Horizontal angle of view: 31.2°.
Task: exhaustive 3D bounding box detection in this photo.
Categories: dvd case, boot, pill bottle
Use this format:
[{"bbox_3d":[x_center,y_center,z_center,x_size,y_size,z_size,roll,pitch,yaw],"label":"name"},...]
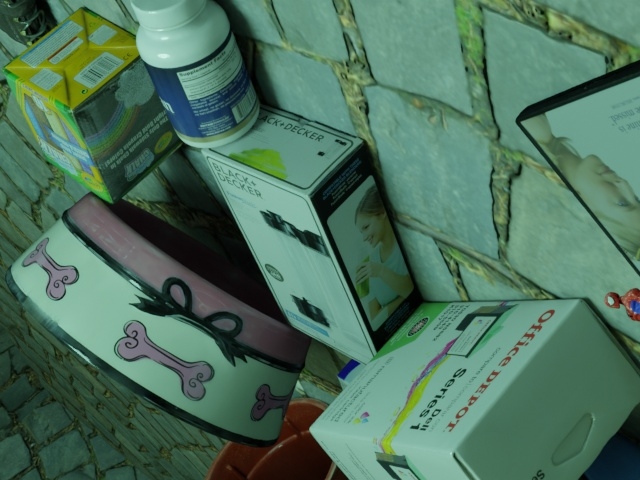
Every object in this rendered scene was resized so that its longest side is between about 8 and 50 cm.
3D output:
[{"bbox_3d":[0.270,-0.017,0.832,0.253,0.022,0.180,49,157,-10],"label":"dvd case"},{"bbox_3d":[-0.368,-0.312,1.367,0.263,0.091,0.229,38,162,27],"label":"boot"},{"bbox_3d":[-0.127,-0.182,1.136,0.094,0.094,0.169,28,152,36],"label":"pill bottle"}]

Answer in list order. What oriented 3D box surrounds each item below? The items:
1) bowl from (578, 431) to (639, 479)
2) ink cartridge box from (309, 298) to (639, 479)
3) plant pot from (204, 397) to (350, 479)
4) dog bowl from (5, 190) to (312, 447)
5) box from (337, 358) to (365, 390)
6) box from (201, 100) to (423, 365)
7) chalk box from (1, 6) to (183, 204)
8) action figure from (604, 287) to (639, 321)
[{"bbox_3d":[0.240,0.379,1.161,0.077,0.391,0.391,5,169,-21],"label":"bowl"},{"bbox_3d":[0.145,0.164,1.121,0.117,0.201,0.278,51,157,-15],"label":"ink cartridge box"},{"bbox_3d":[-0.005,0.436,1.816,0.272,0.272,0.265,11,149,54],"label":"plant pot"},{"bbox_3d":[-0.187,0.086,1.464,0.408,0.150,0.408,33,-177,-2],"label":"dog bowl"},{"bbox_3d":[0.104,0.211,1.448,0.137,0.072,0.126,28,153,33],"label":"box"},{"bbox_3d":[0.000,0.000,1.241,0.169,0.087,0.290,26,151,39],"label":"box"},{"bbox_3d":[-0.264,-0.146,1.387,0.132,0.132,0.213,32,153,28],"label":"chalk box"},{"bbox_3d":[0.275,0.066,0.905,0.115,0.030,0.038,29,159,41],"label":"action figure"}]
